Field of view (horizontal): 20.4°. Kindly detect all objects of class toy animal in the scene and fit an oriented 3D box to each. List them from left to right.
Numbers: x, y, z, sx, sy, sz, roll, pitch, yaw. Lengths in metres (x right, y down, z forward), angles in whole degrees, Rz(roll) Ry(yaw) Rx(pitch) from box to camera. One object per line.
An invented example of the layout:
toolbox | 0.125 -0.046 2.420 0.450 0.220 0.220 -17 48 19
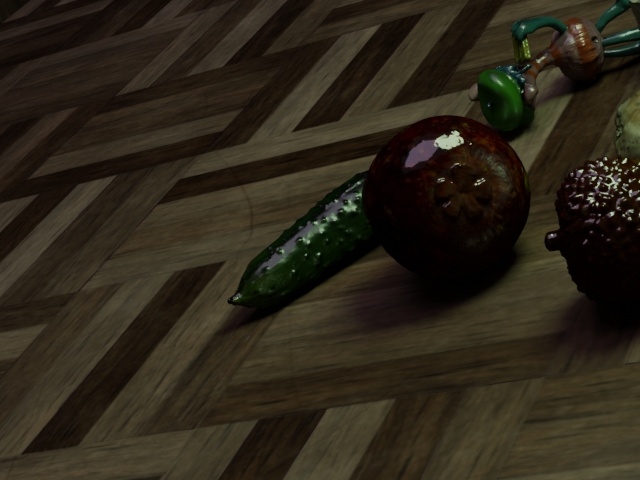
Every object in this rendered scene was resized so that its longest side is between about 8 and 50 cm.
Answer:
toy animal | 0.253 -0.198 1.881 0.208 0.103 0.100 -26 30 -13

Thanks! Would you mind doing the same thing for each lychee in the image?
lychee | 0.244 -0.010 1.416 0.129 0.123 0.123 -26 20 -19

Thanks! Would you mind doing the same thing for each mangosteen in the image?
mangosteen | 0.106 -0.027 1.607 0.181 0.156 0.145 -44 22 60

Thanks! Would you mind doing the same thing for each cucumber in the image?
cucumber | 0.000 0.000 1.738 0.227 0.069 0.069 -37 24 -20

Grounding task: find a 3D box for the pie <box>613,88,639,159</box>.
pie | 0.376 -0.124 1.638 0.218 0.052 0.185 -21 19 0

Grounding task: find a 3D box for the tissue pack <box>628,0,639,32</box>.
tissue pack | 0.437 -0.245 1.805 0.196 0.092 0.148 -29 22 -9
